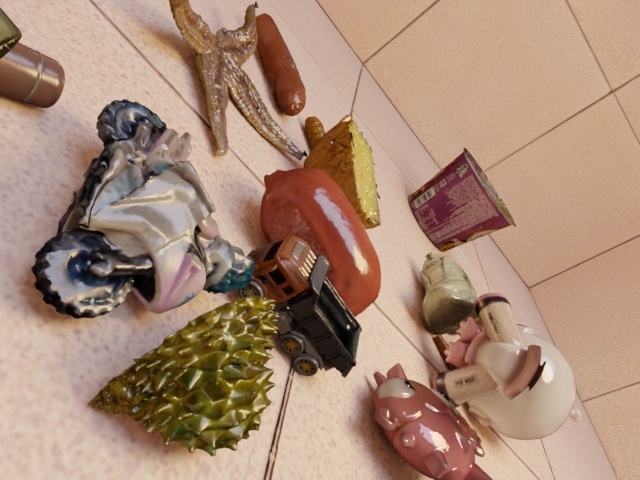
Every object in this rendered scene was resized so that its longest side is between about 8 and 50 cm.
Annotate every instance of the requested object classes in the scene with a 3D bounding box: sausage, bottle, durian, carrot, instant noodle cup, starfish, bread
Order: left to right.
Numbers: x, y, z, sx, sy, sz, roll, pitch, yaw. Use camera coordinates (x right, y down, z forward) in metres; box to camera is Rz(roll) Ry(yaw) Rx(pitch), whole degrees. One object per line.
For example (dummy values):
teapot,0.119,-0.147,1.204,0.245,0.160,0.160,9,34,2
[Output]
bottle,-0.312,-0.168,0.385,0.140,0.053,0.053,14,48,-55
durian,-0.077,0.120,0.385,0.108,0.119,0.187,56,23,9
starfish,-0.151,-0.334,0.794,0.383,0.132,0.398,67,11,2
sausage,-0.100,-0.424,1.047,0.087,0.079,0.326,17,47,-55
bread,-0.003,-0.241,1.041,0.052,0.044,0.157,30,36,-49
sausage,0.000,0.000,0.645,0.254,0.148,0.148,58,25,5
bread,0.042,-0.119,0.864,0.143,0.140,0.228,35,43,-44
carrot,0.296,0.264,0.995,0.032,0.032,0.093,7,50,-59
instant noodle cup,0.501,-0.123,1.550,0.340,0.266,0.339,41,29,-28

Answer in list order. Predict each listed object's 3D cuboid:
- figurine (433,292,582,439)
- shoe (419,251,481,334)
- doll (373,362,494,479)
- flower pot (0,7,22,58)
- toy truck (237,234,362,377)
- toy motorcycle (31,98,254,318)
figurine,0.407,0.302,0.918,0.361,0.253,0.211,40,2,-41
shoe,0.314,0.123,1.092,0.342,0.132,0.210,23,36,-56
doll,0.165,0.281,0.642,0.262,0.093,0.211,30,15,-31
flower pot,-0.306,-0.142,0.167,0.259,0.290,0.290,55,21,-36
toy truck,-0.018,0.086,0.551,0.192,0.092,0.083,55,24,-16
toy motorcycle,-0.152,-0.017,0.441,0.204,0.108,0.239,30,60,-36
